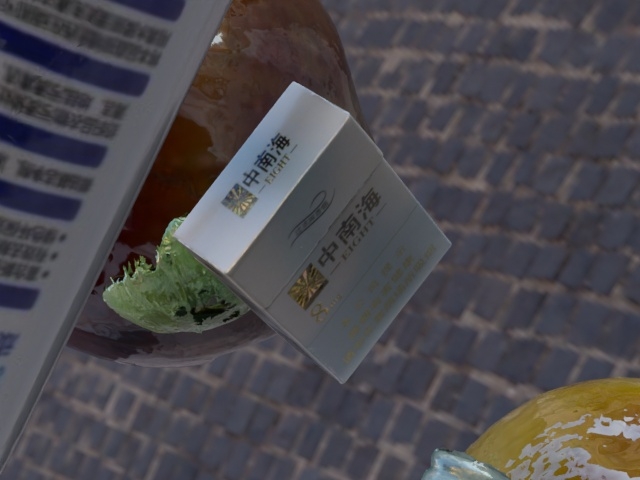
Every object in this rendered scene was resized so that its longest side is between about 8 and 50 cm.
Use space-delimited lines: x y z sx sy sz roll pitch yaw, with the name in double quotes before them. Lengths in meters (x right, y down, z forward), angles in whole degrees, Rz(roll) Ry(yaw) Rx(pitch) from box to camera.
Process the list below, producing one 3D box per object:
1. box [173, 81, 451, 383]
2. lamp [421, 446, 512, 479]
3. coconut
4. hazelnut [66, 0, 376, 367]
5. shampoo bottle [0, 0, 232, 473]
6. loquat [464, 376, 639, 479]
"box" 0.000 0.000 1.476 0.067 0.243 0.155 32 83 32
"lamp" 0.059 0.220 1.116 0.106 0.106 0.193 19 83 54
"coconut" -0.104 0.035 1.596 0.158 0.133 0.055 -16 59 -12
"hazelnut" -0.160 -0.087 1.917 0.402 0.402 0.429 0 94 50
"shampoo bottle" -0.083 -0.017 0.390 0.092 0.092 0.303 44 112 53
"loquat" 0.221 0.256 1.320 0.328 0.328 0.328 -29 47 36
